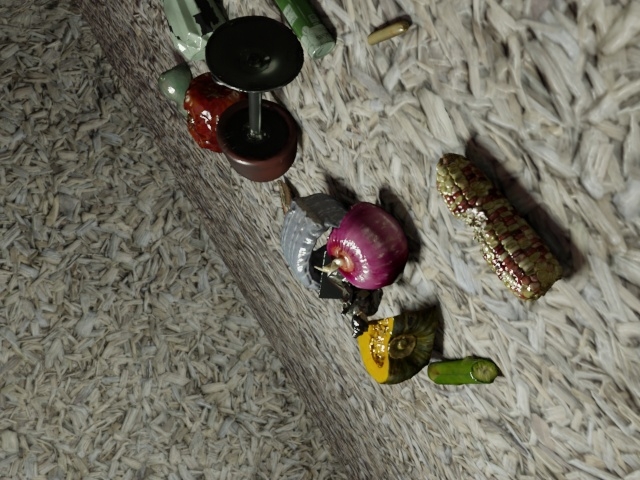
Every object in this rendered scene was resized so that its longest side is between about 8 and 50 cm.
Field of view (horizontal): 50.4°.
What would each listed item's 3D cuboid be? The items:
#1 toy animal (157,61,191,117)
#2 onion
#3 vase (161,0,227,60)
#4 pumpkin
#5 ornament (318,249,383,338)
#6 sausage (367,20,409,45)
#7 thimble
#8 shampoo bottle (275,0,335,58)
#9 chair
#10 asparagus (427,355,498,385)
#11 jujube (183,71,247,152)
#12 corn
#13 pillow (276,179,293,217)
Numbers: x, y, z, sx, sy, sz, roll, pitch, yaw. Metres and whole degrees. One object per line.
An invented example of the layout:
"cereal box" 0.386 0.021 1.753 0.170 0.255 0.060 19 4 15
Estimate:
"toy animal" -0.497 -0.514 2.498 0.125 0.127 0.251 17 137 62
"onion" 0.118 0.021 1.570 0.200 0.201 0.207 48 127 34
"vase" -0.384 -0.691 1.891 0.360 0.165 0.165 67 162 -3
"pumpkin" 0.187 0.224 1.701 0.190 0.139 0.280 -121 27 -48
"ornament" 0.089 0.144 1.659 0.196 0.166 0.153 -96 11 -54
"sausage" 0.118 -0.367 1.200 0.024 0.024 0.132 66 162 -14
"thimble" 0.000 0.000 1.778 0.172 0.205 0.236 51 162 46
"shampoo bottle" -0.044 -0.479 1.416 0.204 0.065 0.065 59 162 8
"chair" -0.162 -0.334 1.696 0.226 0.227 0.401 54 161 20
"asparagus" 0.326 0.309 1.595 0.278 0.060 0.067 135 116 -71
"jujube" -0.311 -0.390 2.071 0.213 0.213 0.232 52 156 25
"corn" 0.287 -0.027 1.136 0.290 0.098 0.098 54 161 19
"pillow" -0.097 -0.077 2.147 0.232 0.043 0.126 80 179 -49
